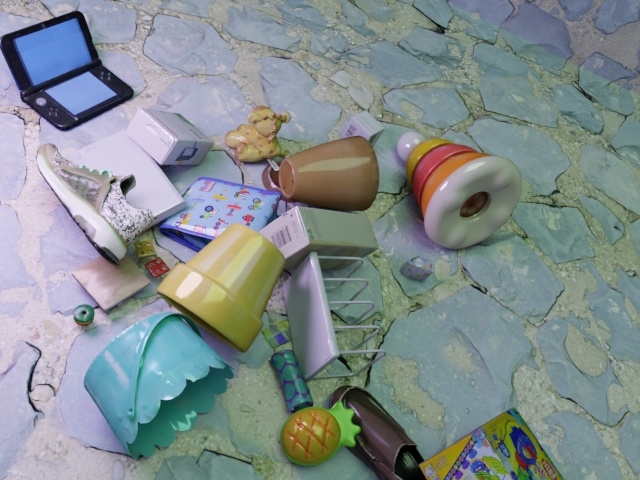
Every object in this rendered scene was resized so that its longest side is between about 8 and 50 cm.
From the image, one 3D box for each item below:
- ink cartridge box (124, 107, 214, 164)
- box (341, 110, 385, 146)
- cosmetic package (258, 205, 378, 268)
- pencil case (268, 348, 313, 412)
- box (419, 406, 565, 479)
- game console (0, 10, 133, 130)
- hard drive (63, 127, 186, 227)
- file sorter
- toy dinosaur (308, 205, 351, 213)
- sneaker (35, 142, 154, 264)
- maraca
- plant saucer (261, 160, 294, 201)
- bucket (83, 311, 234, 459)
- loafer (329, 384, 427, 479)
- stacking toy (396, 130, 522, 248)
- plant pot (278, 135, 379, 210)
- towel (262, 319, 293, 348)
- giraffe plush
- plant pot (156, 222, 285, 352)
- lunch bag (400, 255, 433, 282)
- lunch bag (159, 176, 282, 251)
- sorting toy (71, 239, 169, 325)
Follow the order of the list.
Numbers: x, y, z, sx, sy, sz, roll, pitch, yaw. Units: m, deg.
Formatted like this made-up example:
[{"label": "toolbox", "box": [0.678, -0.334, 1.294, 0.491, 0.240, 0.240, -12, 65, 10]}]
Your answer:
[{"label": "ink cartridge box", "box": [-0.436, -0.300, 1.641, 0.154, 0.093, 0.212, 41, 16, 9]}, {"label": "box", "box": [0.152, -0.387, 2.015, 0.102, 0.101, 0.087, 46, 50, 12]}, {"label": "cosmetic package", "box": [0.000, 0.000, 1.540, 0.309, 0.160, 0.113, 4, 61, -49]}, {"label": "pencil case", "box": [-0.073, 0.346, 1.384, 0.064, 0.070, 0.151, 31, 31, -56]}, {"label": "box", "box": [0.418, 0.566, 1.282, 0.290, 0.177, 0.279, 8, 46, -57]}, {"label": "game console", "box": [-0.740, -0.508, 1.676, 0.250, 0.173, 0.293, 38, 50, 8]}, {"label": "hard drive", "box": [-0.538, -0.159, 1.546, 0.203, 0.040, 0.307, -32, 69, -21]}, {"label": "file sorter", "box": [0.036, 0.199, 1.451, 0.173, 0.193, 0.277, 4, 57, -27]}, {"label": "toy dinosaur", "box": [0.001, -0.070, 1.711, 0.118, 0.064, 0.268, 8, 8, 19]}, {"label": "sneaker", "box": [-0.560, -0.121, 1.429, 0.182, 0.158, 0.410, -36, 67, -19]}, {"label": "maraca", "box": [-0.001, 0.444, 1.303, 0.186, 0.099, 0.127, -17, 70, -7]}, {"label": "plant saucer", "box": [-0.104, -0.196, 1.809, 0.169, 0.029, 0.168, 11, 51, -14]}, {"label": "bucket", "box": [-0.337, 0.295, 1.184, 0.183, 0.281, 0.281, 43, 50, 17]}, {"label": "loafer", "box": [0.170, 0.484, 1.340, 0.134, 0.130, 0.366, -30, 71, -38]}, {"label": "stacking toy", "box": [0.415, -0.235, 1.930, 0.351, 0.350, 0.480, -3, 40, -25]}, {"label": "plant pot", "box": [0.009, -0.197, 1.724, 0.254, 0.237, 0.237, -7, 58, -25]}, {"label": "towel", "box": [-0.106, 0.245, 1.484, 0.083, 0.009, 0.060, -20, 65, -34]}, {"label": "giraffe plush", "box": [-0.185, -0.345, 1.773, 0.210, 0.170, 0.181, 37, 49, 20]}, {"label": "plant pot", "box": [-0.216, 0.098, 1.341, 0.254, 0.254, 0.239, 33, 72, 3]}, {"label": "lunch bag", "box": [0.297, 0.084, 1.739, 0.083, 0.071, 0.053, 16, 52, -11]}, {"label": "lunch bag", "box": [-0.288, -0.068, 1.580, 0.293, 0.138, 0.221, 21, 51, 5]}, {"label": "sorting toy", "box": [-0.510, 0.097, 1.398, 0.132, 0.046, 0.274, 44, 51, 12]}]
